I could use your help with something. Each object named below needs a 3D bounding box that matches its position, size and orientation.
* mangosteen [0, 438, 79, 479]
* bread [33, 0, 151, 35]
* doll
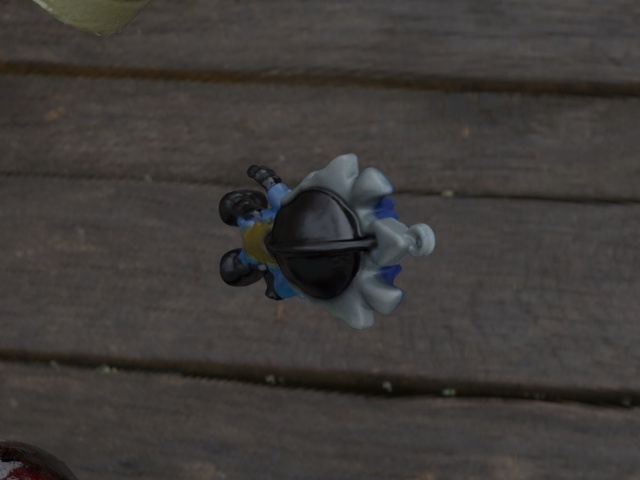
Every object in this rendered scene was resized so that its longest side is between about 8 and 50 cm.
[{"bbox_3d":[-0.241,0.227,1.014,0.152,0.152,0.152,-3,58,5],"label":"mangosteen"},{"bbox_3d":[-0.199,-0.284,1.219,0.141,0.148,0.134,-41,59,29],"label":"bread"},{"bbox_3d":[0.000,0.000,0.741,0.070,0.195,0.096,-9,96,-33],"label":"doll"}]
